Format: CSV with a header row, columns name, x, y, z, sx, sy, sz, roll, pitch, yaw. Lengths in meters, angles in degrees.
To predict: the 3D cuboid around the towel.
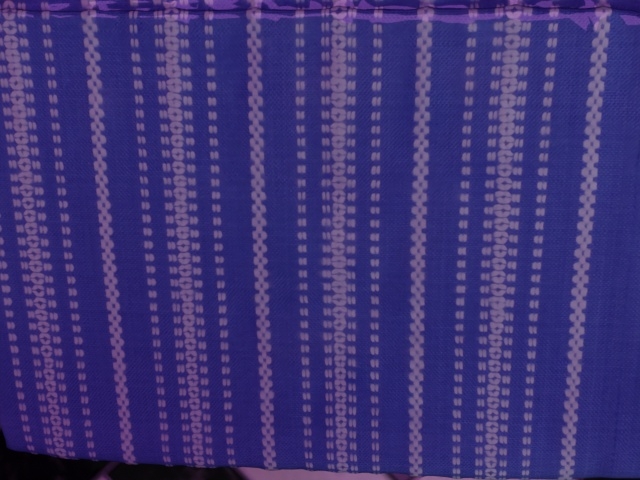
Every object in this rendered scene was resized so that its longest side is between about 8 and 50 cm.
name,x,y,z,sx,sy,sz,roll,pitch,yaw
towel,0.000,0.000,0.520,0.336,0.040,0.243,1,111,7
